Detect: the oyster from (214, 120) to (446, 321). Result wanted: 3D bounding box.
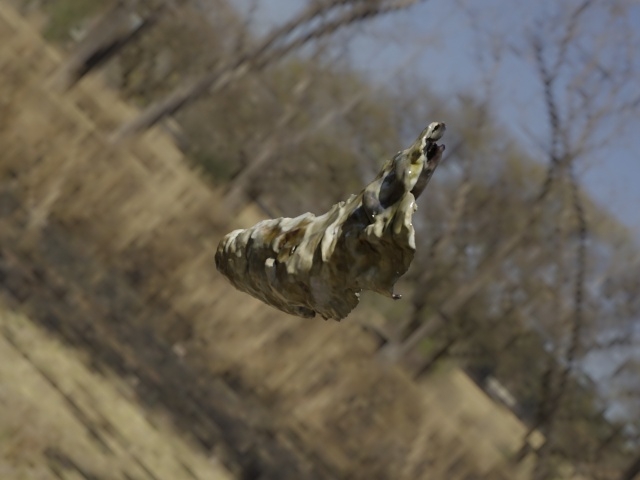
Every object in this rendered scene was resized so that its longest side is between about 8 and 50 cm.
[{"bbox_3d":[0.004,0.001,0.958,0.061,0.200,0.106,29,45,-15],"label":"oyster"}]
